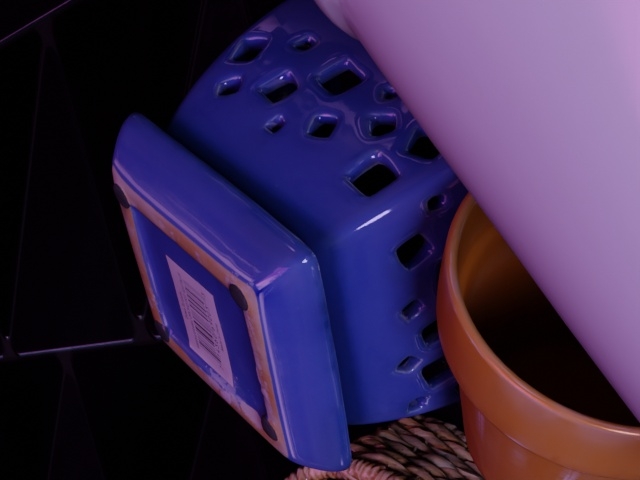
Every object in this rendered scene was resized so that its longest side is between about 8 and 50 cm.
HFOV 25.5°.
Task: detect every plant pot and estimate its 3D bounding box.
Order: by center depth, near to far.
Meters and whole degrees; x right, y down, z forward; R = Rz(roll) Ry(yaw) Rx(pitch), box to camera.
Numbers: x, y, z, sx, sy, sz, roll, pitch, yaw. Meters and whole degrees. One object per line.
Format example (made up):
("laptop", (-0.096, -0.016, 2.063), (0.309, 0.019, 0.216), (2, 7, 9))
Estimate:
("plant pot", (0.165, 0.074, 0.860), (0.205, 0.205, 0.188), (50, 154, 28))
("plant pot", (0.000, 0.000, 0.966), (0.236, 0.212, 0.236), (37, 150, 38))

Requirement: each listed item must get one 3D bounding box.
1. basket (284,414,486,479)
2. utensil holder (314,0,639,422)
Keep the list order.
("basket", (0.067, 0.292, 1.041), (0.299, 0.223, 0.213), (46, 137, 33))
("utensil holder", (0.219, -0.069, 0.605), (0.385, 0.327, 0.327), (57, 142, 17))
